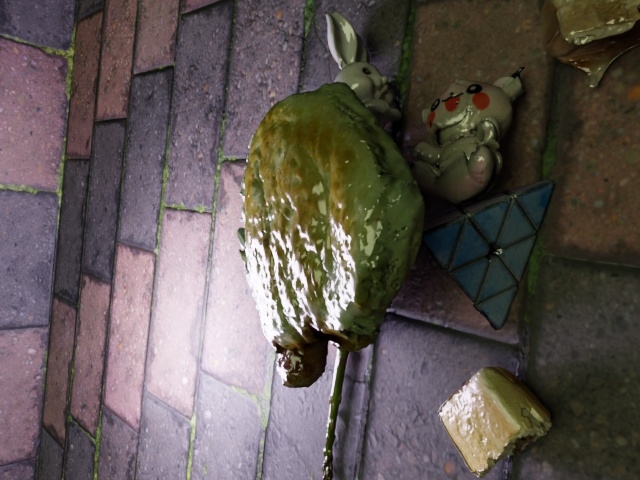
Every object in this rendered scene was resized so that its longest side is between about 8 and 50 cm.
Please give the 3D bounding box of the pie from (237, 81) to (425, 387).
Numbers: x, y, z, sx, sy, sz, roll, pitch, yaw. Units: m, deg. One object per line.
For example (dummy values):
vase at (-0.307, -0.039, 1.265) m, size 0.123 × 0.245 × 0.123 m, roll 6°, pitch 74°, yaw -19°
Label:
pie at (0.003, -0.024, 0.749) m, size 0.418 × 0.180 × 0.396 m, roll 116°, pitch 140°, yaw -49°

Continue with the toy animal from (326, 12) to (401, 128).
toy animal at (0.066, -0.265, 0.827) m, size 0.130 × 0.103 × 0.221 m, roll -4°, pitch 85°, yaw 45°

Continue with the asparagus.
asparagus at (0.023, 0.306, 0.891) m, size 0.024 × 0.025 × 0.249 m, roll 7°, pitch 93°, yaw 1°

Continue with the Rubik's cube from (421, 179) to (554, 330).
Rubik's cube at (0.218, -0.024, 0.652) m, size 0.178 × 0.190 × 0.211 m, roll -40°, pitch 65°, yaw 15°

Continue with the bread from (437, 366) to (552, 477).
bread at (0.226, 0.228, 0.663) m, size 0.125 × 0.082 × 0.106 m, roll -61°, pitch 40°, yaw 35°

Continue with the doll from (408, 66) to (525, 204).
doll at (0.197, -0.137, 0.682) m, size 0.149 × 0.095 × 0.192 m, roll -15°, pitch 51°, yaw 45°

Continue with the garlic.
garlic at (0.336, -0.258, 0.583) m, size 0.174 × 0.099 × 0.124 m, roll -1°, pitch 67°, yaw 40°
